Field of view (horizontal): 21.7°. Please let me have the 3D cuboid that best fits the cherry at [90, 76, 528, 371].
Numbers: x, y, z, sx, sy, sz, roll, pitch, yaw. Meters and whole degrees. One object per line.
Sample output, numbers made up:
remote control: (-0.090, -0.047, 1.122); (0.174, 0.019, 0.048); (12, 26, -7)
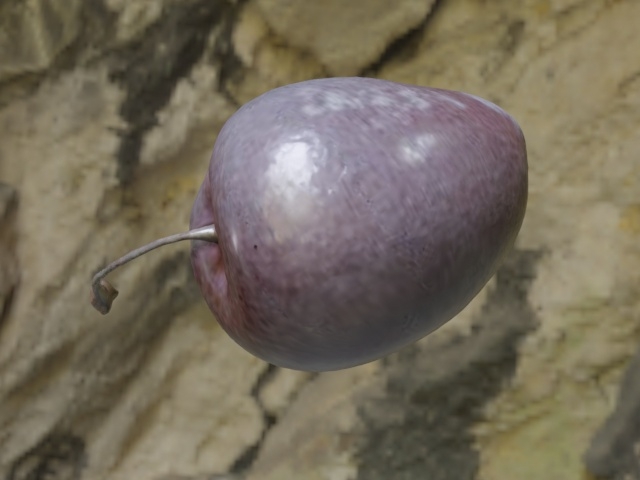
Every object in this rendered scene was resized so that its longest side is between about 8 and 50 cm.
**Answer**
cherry: (0.005, -0.005, 0.671); (0.115, 0.148, 0.188); (43, -18, -1)
